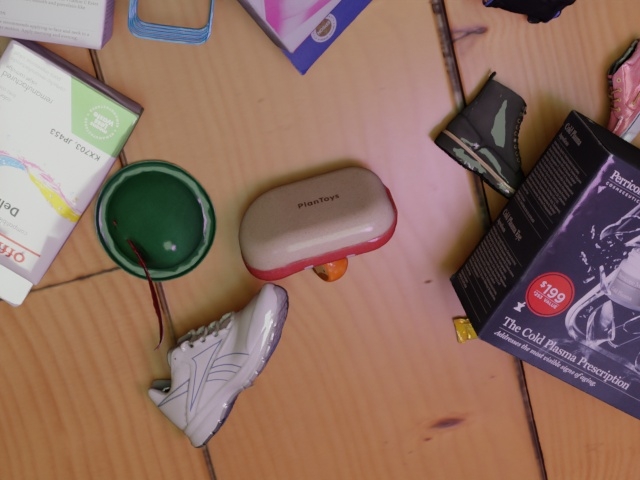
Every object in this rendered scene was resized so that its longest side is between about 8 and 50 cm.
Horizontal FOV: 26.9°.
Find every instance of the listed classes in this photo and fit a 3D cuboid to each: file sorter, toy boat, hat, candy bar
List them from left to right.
[{"bbox_3d":[-0.226,0.000,1.873,0.173,0.183,0.208,-37,103,3],"label":"hat"},{"bbox_3d":[-0.198,-0.330,1.812,0.118,0.170,0.104,6,104,-6],"label":"file sorter"},{"bbox_3d":[0.000,0.000,1.932,0.231,0.151,0.151,-15,132,-1],"label":"toy boat"},{"bbox_3d":[0.283,0.122,2.026,0.161,0.018,0.040,-12,106,-2],"label":"candy bar"}]

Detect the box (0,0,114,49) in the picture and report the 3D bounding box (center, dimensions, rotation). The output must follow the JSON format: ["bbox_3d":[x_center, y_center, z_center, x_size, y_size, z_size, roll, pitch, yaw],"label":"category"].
[{"bbox_3d":[-0.368,-0.333,1.791,0.181,0.182,0.119,8,103,-6],"label":"box"}]

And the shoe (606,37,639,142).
[{"bbox_3d":[0.440,-0.205,1.948,0.081,0.063,0.178,36,92,-10],"label":"shoe"}]

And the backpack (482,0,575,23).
[{"bbox_3d":[0.299,-0.447,1.797,0.213,0.276,0.263,20,87,-10],"label":"backpack"}]

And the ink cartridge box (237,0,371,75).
[{"bbox_3d":[0.021,-0.414,1.753,0.324,0.071,0.330,-48,136,-2],"label":"ink cartridge box"}]

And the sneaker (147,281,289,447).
[{"bbox_3d":[-0.149,0.170,1.932,0.129,0.111,0.297,35,114,-2],"label":"sneaker"}]

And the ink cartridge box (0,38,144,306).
[{"bbox_3d":[-0.425,-0.083,1.872,0.207,0.119,0.353,31,98,-11],"label":"ink cartridge box"}]

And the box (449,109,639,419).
[{"bbox_3d":[0.420,0.045,1.889,0.343,0.179,0.312,27,108,-19],"label":"box"}]

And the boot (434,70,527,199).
[{"bbox_3d":[0.284,-0.136,1.946,0.198,0.077,0.137,37,92,-12],"label":"boot"}]
